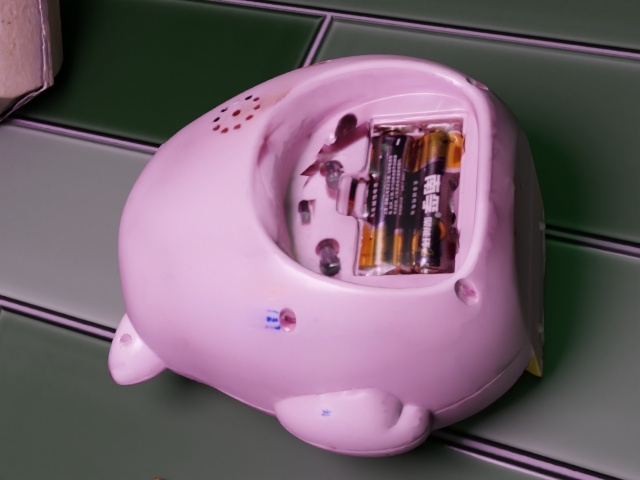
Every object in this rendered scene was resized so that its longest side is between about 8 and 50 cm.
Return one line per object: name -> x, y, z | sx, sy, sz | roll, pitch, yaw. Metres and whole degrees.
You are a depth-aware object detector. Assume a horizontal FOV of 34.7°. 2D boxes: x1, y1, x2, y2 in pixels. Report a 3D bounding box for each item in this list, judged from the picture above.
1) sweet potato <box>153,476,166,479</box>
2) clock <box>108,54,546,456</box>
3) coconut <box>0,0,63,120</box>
sweet potato -> -0.052, 0.263, 0.882 | 0.255, 0.058, 0.078 | 7, 47, 23
clock -> 0.000, 0.000, 0.899 | 0.377, 0.250, 0.368 | -1, 61, 16
coconut -> -0.450, -0.265, 1.172 | 0.323, 0.323, 0.323 | -7, 59, 13
